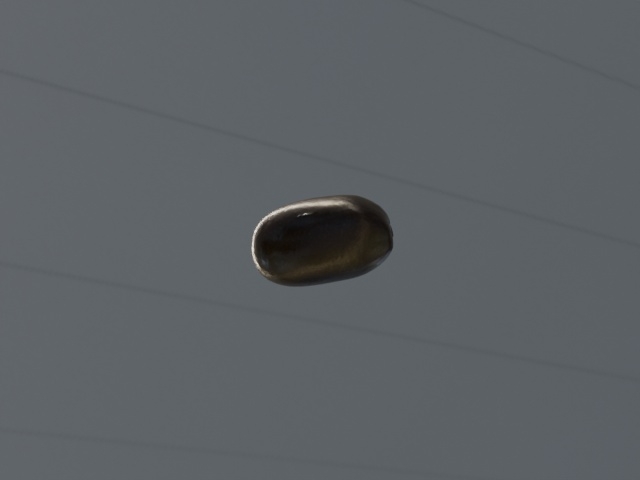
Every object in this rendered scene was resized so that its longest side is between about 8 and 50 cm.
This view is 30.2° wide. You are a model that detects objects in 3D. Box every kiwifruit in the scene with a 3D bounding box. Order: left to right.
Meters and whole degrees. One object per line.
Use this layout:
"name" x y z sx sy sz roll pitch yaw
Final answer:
"kiwifruit" 0.000 0.000 1.018 0.124 0.075 0.075 -9 -56 9
